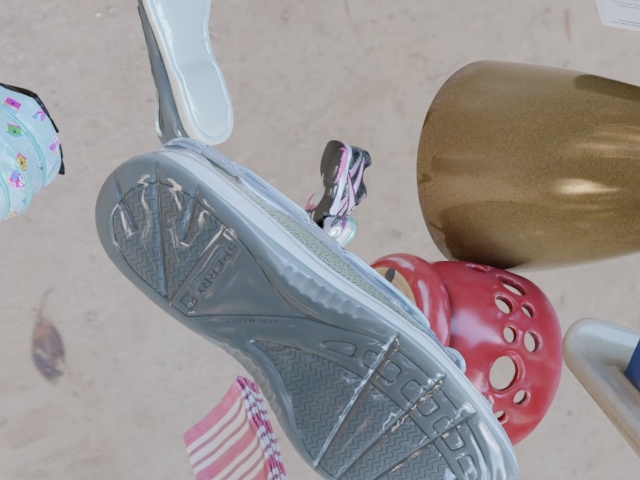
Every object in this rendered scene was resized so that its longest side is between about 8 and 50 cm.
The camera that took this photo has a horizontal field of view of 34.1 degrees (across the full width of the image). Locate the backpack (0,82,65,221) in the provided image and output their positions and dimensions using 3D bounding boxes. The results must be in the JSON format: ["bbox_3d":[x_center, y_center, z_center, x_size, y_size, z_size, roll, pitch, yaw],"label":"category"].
[{"bbox_3d":[-0.313,-0.076,0.899,0.115,0.182,0.152,-60,150,-37],"label":"backpack"}]

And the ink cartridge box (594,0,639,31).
[{"bbox_3d":[0.372,-0.375,1.176,0.172,0.100,0.237,-60,145,-15],"label":"ink cartridge box"}]

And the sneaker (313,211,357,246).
[{"bbox_3d":[0.000,0.000,1.392,0.069,0.038,0.098,17,122,-15],"label":"sneaker"}]

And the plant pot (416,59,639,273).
[{"bbox_3d":[0.269,-0.073,1.059,0.237,0.254,0.237,-3,95,-42],"label":"plant pot"}]

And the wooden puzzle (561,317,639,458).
[{"bbox_3d":[0.374,0.163,0.760,0.322,0.348,0.080,17,109,-10],"label":"wooden puzzle"}]

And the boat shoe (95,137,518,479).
[{"bbox_3d":[0.001,0.054,0.672,0.320,0.118,0.103,40,27,0],"label":"boat shoe"}]

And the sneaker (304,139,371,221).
[{"bbox_3d":[0.034,-0.063,1.599,0.077,0.072,0.178,3,119,-32],"label":"sneaker"}]

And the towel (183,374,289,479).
[{"bbox_3d":[-0.094,0.268,1.166,0.029,0.144,0.197,10,44,-38],"label":"towel"}]

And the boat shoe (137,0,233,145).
[{"bbox_3d":[-0.205,-0.272,1.391,0.116,0.099,0.319,-13,88,-47],"label":"boat shoe"}]

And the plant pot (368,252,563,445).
[{"bbox_3d":[0.115,0.107,1.046,0.174,0.191,0.191,17,82,-31],"label":"plant pot"}]
